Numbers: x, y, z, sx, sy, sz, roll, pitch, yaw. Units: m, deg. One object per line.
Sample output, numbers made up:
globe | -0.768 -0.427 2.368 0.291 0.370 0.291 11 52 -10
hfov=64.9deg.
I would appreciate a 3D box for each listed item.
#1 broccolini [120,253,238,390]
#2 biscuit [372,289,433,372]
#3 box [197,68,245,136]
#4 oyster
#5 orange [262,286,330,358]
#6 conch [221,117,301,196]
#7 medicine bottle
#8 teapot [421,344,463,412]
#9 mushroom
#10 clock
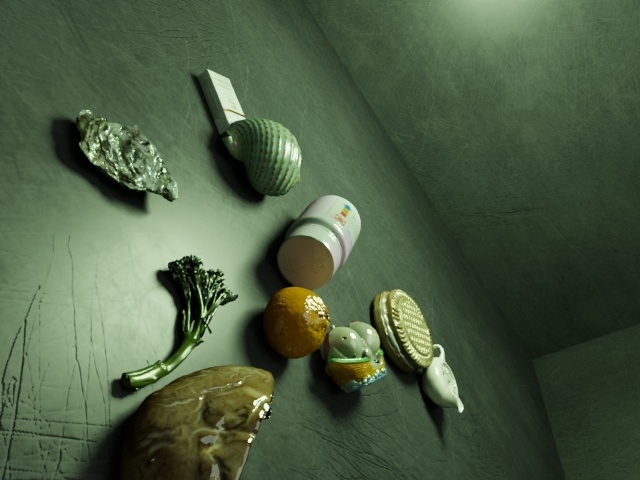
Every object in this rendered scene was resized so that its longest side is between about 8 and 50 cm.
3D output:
broccolini | -0.216 0.108 0.746 0.123 0.062 0.271 48 29 -9
biscuit | 0.240 0.256 1.451 0.259 0.079 0.259 45 29 -34
box | -0.222 -0.313 1.170 0.084 0.040 0.155 1 65 -66
oyster | -0.305 -0.134 0.800 0.177 0.064 0.125 30 44 -47
orange | -0.044 0.152 0.953 0.136 0.117 0.136 48 21 -26
conch | -0.113 -0.195 1.127 0.200 0.131 0.173 44 50 -48
medicine bottle | 0.000 0.000 1.154 0.152 0.151 0.254 57 26 -12
teapot | 0.353 0.414 1.499 0.145 0.092 0.227 43 29 -41
mushroom | -0.161 0.245 0.643 0.151 0.156 0.286 29 29 -4
clock | 0.072 0.248 1.102 0.231 0.103 0.144 6 58 -64
